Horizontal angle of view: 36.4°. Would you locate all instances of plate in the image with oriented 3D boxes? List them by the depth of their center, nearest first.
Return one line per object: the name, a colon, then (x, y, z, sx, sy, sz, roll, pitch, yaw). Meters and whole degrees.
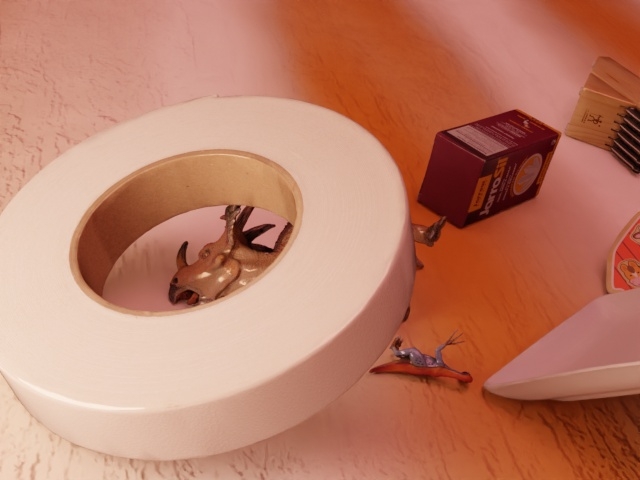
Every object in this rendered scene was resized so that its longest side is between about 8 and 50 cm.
plate: (0.341, 0.093, 0.958, 0.278, 0.045, 0.277, -17, 6, 44)

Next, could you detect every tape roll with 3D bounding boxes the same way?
tape roll: (-0.110, 0.011, 0.861, 0.392, 0.072, 0.392, -8, 44, 7)

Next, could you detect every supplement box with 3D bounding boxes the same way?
supplement box: (0.225, -0.099, 1.288, 0.081, 0.104, 0.188, 35, 38, 31)

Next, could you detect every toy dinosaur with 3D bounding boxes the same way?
toy dinosaur: (0.106, 0.127, 0.961, 0.082, 0.047, 0.090, 37, 70, 18)
toy dinosaur: (0.000, 0.000, 1.031, 0.200, 0.127, 0.296, 26, 27, 32)

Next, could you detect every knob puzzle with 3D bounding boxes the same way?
knob puzzle: (0.431, 0.019, 1.165, 0.213, 0.030, 0.213, -12, 42, 12)

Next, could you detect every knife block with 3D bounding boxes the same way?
knife block: (0.533, -0.190, 1.578, 0.242, 0.088, 0.275, 22, 32, 12)
